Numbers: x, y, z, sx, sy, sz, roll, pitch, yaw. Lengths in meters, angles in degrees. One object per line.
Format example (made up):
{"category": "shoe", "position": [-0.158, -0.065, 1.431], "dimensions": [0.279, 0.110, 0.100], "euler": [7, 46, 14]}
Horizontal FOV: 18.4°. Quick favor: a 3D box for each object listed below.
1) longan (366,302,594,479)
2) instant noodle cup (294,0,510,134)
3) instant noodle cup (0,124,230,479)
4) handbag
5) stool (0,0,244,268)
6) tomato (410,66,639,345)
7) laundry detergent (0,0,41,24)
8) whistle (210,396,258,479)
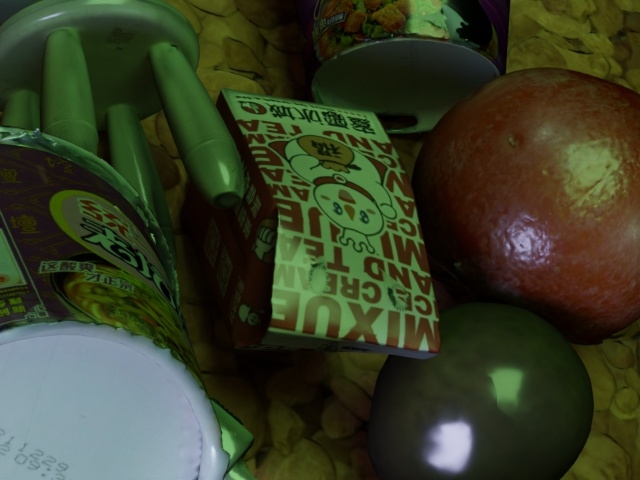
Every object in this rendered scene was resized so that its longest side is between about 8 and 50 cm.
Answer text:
{"category": "longan", "position": [0.137, 0.146, 1.720], "dimensions": [0.198, 0.198, 0.212], "euler": [48, 50, 10]}
{"category": "instant noodle cup", "position": [0.082, -0.228, 1.937], "dimensions": [0.251, 0.251, 0.190], "euler": [10, 62, -22]}
{"category": "instant noodle cup", "position": [-0.227, 0.114, 1.384], "dimensions": [0.340, 0.340, 0.266], "euler": [9, 18, -23]}
{"category": "handbag", "position": [0.000, 0.000, 1.709], "dimensions": [0.171, 0.151, 0.298], "euler": [7, 29, -23]}
{"category": "stool", "position": [-0.184, -0.086, 1.704], "dimensions": [0.195, 0.195, 0.199], "euler": [4, 56, -31]}
{"category": "tomato", "position": [0.221, -0.038, 1.832], "dimensions": [0.265, 0.265, 0.265], "euler": [14, 52, -19]}
{"category": "laundry detergent", "position": [-0.296, -0.299, 1.862], "dimensions": [0.280, 0.105, 0.215], "euler": [7, 55, -22]}
{"category": "whistle", "position": [-0.109, 0.171, 1.627], "dimensions": [0.244, 0.110, 0.092], "euler": [41, 80, 3]}
